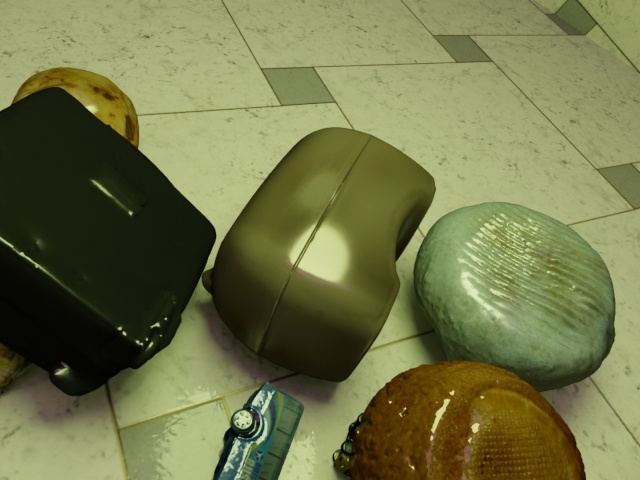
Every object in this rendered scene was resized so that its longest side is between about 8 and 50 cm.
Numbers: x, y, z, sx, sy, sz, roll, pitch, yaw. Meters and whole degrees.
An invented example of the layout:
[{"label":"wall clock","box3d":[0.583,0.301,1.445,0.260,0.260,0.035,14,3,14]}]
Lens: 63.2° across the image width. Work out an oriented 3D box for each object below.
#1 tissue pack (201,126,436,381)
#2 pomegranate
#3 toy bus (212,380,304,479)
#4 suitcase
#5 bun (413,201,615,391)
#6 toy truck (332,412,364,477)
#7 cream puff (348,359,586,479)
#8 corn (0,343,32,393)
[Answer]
[{"label":"tissue pack","box3d":[0.000,0.000,0.832,0.277,0.267,0.387,28,50,1]},{"label":"pomegranate","box3d":[-0.433,-0.192,0.908,0.216,0.215,0.215,9,49,-11]},{"label":"toy bus","box3d":[-0.098,0.304,0.674,0.094,0.079,0.236,24,48,0]},{"label":"suitcase","box3d":[-0.330,-0.012,0.705,0.345,0.188,0.339,44,32,-21]},{"label":"bun","box3d":[0.325,0.097,0.897,0.363,0.211,0.361,7,50,-8]},{"label":"toy truck","box3d":[0.056,0.300,0.749,0.054,0.049,0.083,34,48,9]},{"label":"cream puff","box3d":[0.174,0.298,0.669,0.303,0.212,0.302,8,73,-26]},{"label":"corn","box3d":[-0.470,0.061,0.740,0.123,0.122,0.305,28,38,-46]}]
